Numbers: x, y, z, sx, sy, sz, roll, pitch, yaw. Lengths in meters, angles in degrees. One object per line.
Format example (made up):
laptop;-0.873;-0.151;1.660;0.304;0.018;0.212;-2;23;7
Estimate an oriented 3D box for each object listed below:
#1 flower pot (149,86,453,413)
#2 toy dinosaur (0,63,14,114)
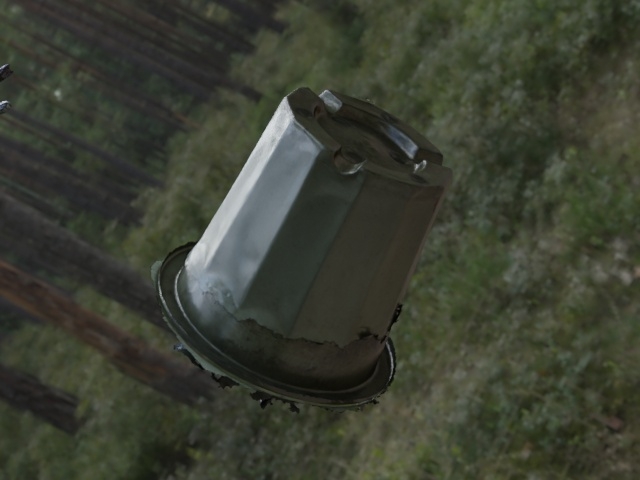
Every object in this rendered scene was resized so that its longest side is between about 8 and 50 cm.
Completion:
flower pot;0.000;0.000;1.181;0.259;0.290;0.290;-62;6;26
toy dinosaur;-0.378;-0.136;1.102;0.209;0.082;0.039;-19;50;29
